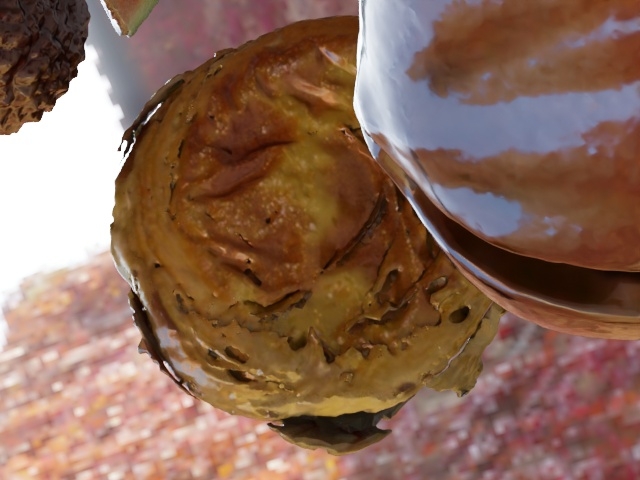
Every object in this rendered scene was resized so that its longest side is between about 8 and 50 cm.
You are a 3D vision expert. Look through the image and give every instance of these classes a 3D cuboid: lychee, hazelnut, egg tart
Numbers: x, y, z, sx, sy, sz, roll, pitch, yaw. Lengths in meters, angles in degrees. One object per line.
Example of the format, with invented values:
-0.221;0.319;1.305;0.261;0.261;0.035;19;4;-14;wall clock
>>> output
-0.241;-0.143;1.239;0.188;0.188;0.188;44;-144;-43;lychee
0.111;-0.084;0.698;0.251;0.217;0.217;76;-169;-55;hazelnut
0.000;0.000;1.304;0.132;0.297;0.297;108;153;-67;egg tart

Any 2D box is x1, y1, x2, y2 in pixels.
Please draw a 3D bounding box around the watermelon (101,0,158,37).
-0.199;-0.270;1.666;0.202;0.136;0.207;-19;-67;-56;watermelon
